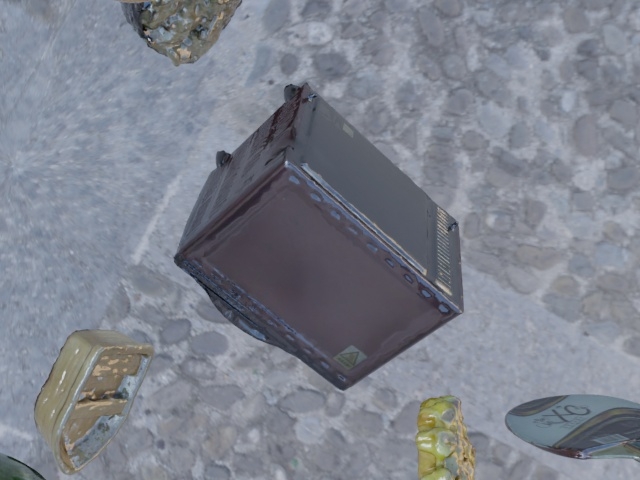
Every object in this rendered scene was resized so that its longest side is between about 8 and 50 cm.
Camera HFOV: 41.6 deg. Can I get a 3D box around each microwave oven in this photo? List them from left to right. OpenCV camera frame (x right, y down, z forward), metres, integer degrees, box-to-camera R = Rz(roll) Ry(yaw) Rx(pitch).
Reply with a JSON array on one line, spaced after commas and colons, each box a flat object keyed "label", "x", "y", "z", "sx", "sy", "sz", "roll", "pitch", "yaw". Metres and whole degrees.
[{"label": "microwave oven", "x": 0.001, "y": 0.000, "z": 0.856, "sx": 0.247, "sy": 0.178, "sz": 0.188, "roll": 39, "pitch": 123, "yaw": -18}]

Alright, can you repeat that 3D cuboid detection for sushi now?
[{"label": "sushi", "x": -0.186, "y": -0.430, "z": 1.249, "sx": 0.211, "sy": 0.350, "sz": 0.170, "roll": -4, "pitch": 54, "yaw": -38}]

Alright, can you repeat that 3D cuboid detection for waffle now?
[{"label": "waffle", "x": 0.106, "y": 0.214, "z": 0.669, "sx": 0.038, "sy": 0.191, "sz": 0.191, "roll": -9, "pitch": 99, "yaw": 13}]

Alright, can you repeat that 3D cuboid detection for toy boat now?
[{"label": "toy boat", "x": -0.294, "y": 0.201, "z": 1.061, "sx": 0.116, "sy": 0.061, "sz": 0.188, "roll": 12, "pitch": 105, "yaw": -61}]

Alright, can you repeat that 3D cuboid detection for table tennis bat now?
[{"label": "table tennis bat", "x": 0.321, "y": 0.215, "z": 0.910, "sx": 0.174, "sy": 0.301, "sz": 0.022, "roll": -7, "pitch": 97, "yaw": -20}]

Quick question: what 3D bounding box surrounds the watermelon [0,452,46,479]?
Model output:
[{"label": "watermelon", "x": -0.252, "y": 0.224, "z": 0.559, "sx": 0.188, "sy": 0.214, "sz": 0.188, "roll": -4, "pitch": 110, "yaw": -11}]

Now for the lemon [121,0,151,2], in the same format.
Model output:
[{"label": "lemon", "x": -0.169, "y": -0.280, "z": 0.741, "sx": 0.142, "sy": 0.187, "sz": 0.142, "roll": 1, "pitch": 95, "yaw": 11}]
